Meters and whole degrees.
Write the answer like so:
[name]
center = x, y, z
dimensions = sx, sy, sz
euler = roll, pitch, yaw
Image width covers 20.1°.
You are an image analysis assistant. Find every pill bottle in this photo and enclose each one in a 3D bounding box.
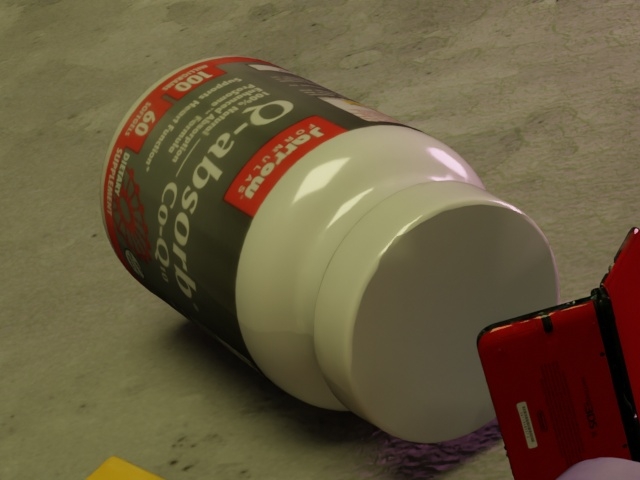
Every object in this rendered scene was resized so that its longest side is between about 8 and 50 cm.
[pill bottle]
center = 0.000, 0.000, 1.321
dimensions = 0.210, 0.210, 0.363
euler = -29, 30, -20

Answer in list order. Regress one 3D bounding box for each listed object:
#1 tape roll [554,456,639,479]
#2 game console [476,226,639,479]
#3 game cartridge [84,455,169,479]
[tape roll]
center = 0.158, 0.206, 0.886
dimensions = 0.080, 0.189, 0.189
euler = -34, 32, -29
[game console]
center = 0.167, 0.083, 1.147
dimensions = 0.124, 0.144, 0.085
euler = -16, 27, 4
[game cartridge]
center = -0.114, 0.276, 1.034
dimensions = 0.323, 0.053, 0.285
euler = 18, 52, 45
